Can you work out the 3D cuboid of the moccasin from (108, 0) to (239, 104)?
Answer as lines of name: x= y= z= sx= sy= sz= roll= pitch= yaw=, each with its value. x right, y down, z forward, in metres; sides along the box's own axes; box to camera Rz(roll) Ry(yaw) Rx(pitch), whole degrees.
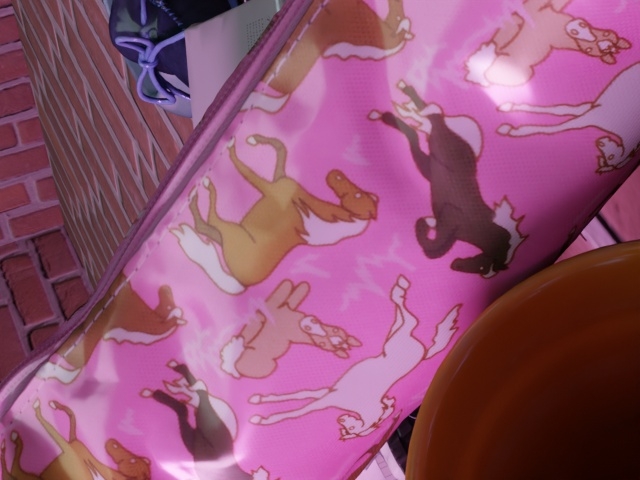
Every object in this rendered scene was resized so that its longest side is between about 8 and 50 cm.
moccasin: x=-0.144 y=-0.199 z=1.182 sx=0.138 sy=0.116 sz=0.342 roll=80 pitch=164 yaw=-44

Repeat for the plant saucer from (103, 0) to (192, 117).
plant saucer: x=-0.212 y=-0.289 z=1.449 sx=0.317 sy=0.043 sz=0.318 roll=161 pitch=90 yaw=-74

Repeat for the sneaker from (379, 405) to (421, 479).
sneaker: x=0.047 y=0.088 z=0.949 sx=0.108 sy=0.100 sz=0.272 roll=99 pitch=148 yaw=-69

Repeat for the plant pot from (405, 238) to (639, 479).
plant pot: x=0.150 y=0.132 z=0.522 sx=0.205 sy=0.205 sz=0.188 roll=60 pitch=176 yaw=33

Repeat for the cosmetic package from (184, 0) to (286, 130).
cosmetic package: x=0.015 y=-0.037 z=0.771 sx=0.224 sy=0.138 sz=0.224 roll=-166 pitch=70 yaw=-72

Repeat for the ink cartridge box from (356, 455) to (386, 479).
ink cartridge box: x=-0.029 y=0.144 z=0.940 sx=0.181 sy=0.104 sz=0.061 roll=62 pitch=-172 yaw=5

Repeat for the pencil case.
pencil case: x=0.000 y=0.000 z=0.555 sx=0.167 sy=0.160 sz=0.386 roll=44 pitch=116 yaw=15

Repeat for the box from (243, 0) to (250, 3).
box: x=-0.041 y=-0.185 z=1.052 sx=0.067 sy=0.018 sz=0.083 roll=-171 pitch=62 yaw=-72

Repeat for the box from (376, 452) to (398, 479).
box: x=0.010 y=0.224 z=1.139 sx=0.311 sy=0.148 sz=0.121 roll=94 pitch=151 yaw=-51
